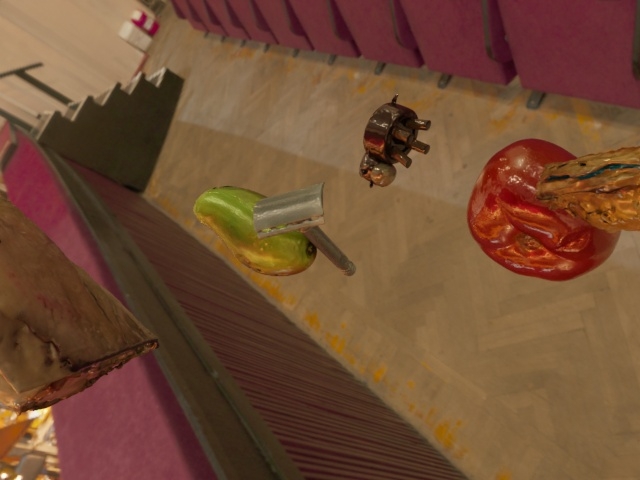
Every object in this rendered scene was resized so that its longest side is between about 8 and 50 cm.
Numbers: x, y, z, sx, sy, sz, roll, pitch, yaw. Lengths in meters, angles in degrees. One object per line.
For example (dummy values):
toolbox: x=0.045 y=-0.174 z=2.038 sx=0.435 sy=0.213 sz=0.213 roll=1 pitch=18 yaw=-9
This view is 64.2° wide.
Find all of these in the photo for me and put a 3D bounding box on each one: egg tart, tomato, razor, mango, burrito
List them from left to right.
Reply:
burrito: x=-0.272 y=0.052 z=0.451 sx=0.107 sy=0.348 sz=0.175 roll=-25 pitch=34 yaw=8
mango: x=-0.109 y=-0.015 z=0.846 sx=0.232 sy=0.111 sz=0.126 roll=22 pitch=115 yaw=19
razor: x=0.000 y=0.000 z=0.788 sx=0.106 sy=0.232 sz=0.068 roll=-12 pitch=60 yaw=21
tomato: x=0.435 y=-0.065 z=1.012 sx=0.298 sy=0.298 sz=0.226 roll=1 pitch=52 yaw=48
egg tart: x=0.405 y=-0.059 z=0.610 sx=0.290 sy=0.290 sz=0.107 roll=-7 pitch=92 yaw=45

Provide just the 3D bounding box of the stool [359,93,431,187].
stool: x=0.156 y=-0.201 z=1.113 sx=0.121 sy=0.125 sz=0.217 roll=35 pitch=119 yaw=31
